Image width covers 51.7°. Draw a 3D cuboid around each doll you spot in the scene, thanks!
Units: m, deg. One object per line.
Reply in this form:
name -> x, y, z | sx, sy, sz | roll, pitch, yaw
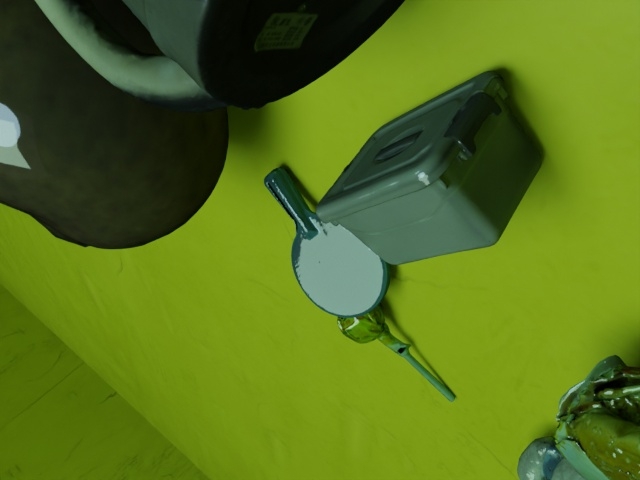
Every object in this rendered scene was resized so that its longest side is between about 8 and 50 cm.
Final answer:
doll -> 0.294, 0.264, 0.688 | 0.214, 0.072, 0.103 | 18, 126, 55

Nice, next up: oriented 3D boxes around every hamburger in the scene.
hamburger -> 0.300, 0.178, 0.512 | 0.214, 0.125, 0.235 | 37, 165, 0

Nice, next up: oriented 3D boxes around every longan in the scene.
longan -> -0.248, -0.144, 0.692 | 0.319, 0.319, 0.318 | 33, 148, 25

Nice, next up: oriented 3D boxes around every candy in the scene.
candy -> 0.099, 0.139, 0.826 | 0.194, 0.062, 0.058 | 42, 154, -10

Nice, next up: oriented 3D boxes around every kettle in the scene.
kettle -> -0.108, -0.249, 0.425 | 0.324, 0.228, 0.321 | 49, 130, 8

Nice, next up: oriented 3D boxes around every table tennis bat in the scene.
table tennis bat -> 0.000, 0.000, 0.770 | 0.124, 0.033, 0.201 | -39, 84, 33

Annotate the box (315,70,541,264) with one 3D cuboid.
box -> 0.091, -0.047, 0.540 | 0.093, 0.124, 0.172 | 44, 154, -16
